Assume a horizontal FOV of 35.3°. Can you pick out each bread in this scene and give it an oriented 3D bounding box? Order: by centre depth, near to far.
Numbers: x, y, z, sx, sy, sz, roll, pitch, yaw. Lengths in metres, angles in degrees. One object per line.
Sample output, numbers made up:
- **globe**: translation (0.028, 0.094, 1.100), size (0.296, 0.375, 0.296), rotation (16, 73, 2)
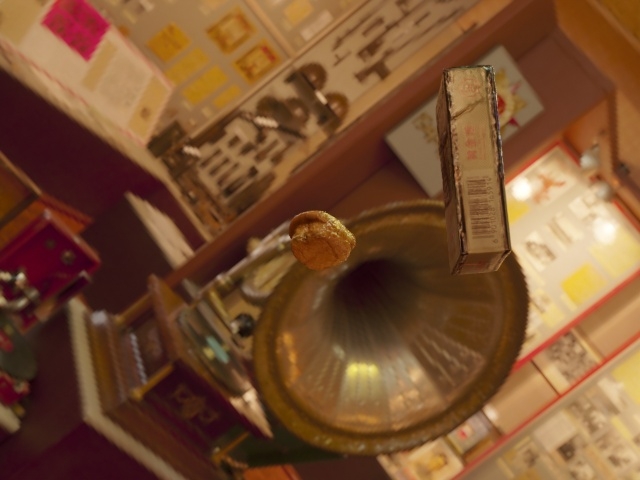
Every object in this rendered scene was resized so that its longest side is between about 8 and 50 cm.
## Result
- **bread**: translation (0.000, 0.000, 1.221), size (0.083, 0.081, 0.046), rotation (21, 54, -10)

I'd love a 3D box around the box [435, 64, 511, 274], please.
- **box**: translation (0.248, -0.109, 1.656), size (0.198, 0.084, 0.310), rotation (76, 11, -78)
